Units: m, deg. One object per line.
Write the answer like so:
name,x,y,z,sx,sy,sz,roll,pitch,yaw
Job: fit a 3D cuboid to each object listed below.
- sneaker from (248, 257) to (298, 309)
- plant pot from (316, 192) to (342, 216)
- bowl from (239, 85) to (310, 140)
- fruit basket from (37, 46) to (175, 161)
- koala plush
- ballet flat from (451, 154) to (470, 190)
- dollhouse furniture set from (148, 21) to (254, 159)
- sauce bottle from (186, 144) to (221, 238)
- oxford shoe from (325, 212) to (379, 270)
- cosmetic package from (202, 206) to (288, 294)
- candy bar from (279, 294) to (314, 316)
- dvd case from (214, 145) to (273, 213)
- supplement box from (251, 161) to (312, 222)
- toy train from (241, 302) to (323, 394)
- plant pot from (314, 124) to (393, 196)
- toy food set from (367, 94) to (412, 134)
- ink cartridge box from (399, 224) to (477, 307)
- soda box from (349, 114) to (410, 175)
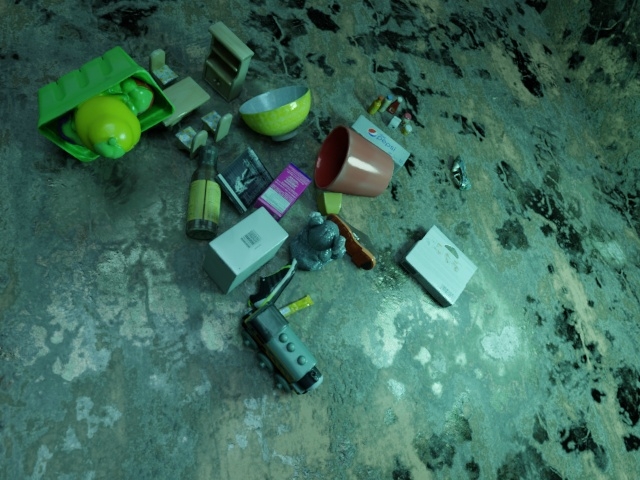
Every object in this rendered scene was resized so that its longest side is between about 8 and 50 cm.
sneaker,-0.166,0.140,1.464,0.097,0.084,0.234,34,68,4
plant pot,0.037,-0.140,1.680,0.082,0.081,0.083,-1,82,-23
bowl,-0.163,-0.494,1.681,0.289,0.290,0.156,-40,129,-30
fruit basket,-0.652,-0.373,1.308,0.392,0.283,0.391,-1,76,5
koala plush,0.000,0.000,1.520,0.203,0.221,0.196,-38,86,-30
ballet flat,0.672,-0.329,2.031,0.070,0.070,0.188,-1,66,-23
dollhouse furniture set,-0.463,-0.583,1.555,0.362,0.256,0.394,44,59,0
sauce bottle,-0.407,-0.177,1.492,0.112,0.111,0.344,8,66,-19
oxford shoe,0.127,-0.007,1.663,0.271,0.097,0.098,51,42,-4
cosmetic package,-0.256,0.037,1.397,0.138,0.224,0.224,48,59,5
candy bar,-0.098,0.241,1.496,0.162,0.018,0.040,-22,75,-28
dvd case,-0.278,-0.229,1.563,0.164,0.018,0.221,56,46,-25
supplement box,-0.148,-0.172,1.596,0.114,0.111,0.220,40,60,-3
toy train,-0.126,0.348,1.340,0.142,0.190,0.334,-36,85,-30
plant pot,0.142,-0.300,1.698,0.243,0.275,0.274,15,63,-26
toy food set,0.354,-0.610,1.990,0.232,0.104,0.111,32,60,-7
ink cartridge box,0.502,0.105,1.777,0.275,0.060,0.239,45,59,1
soda box,0.253,-0.425,1.879,0.286,0.091,0.098,37,61,-4
